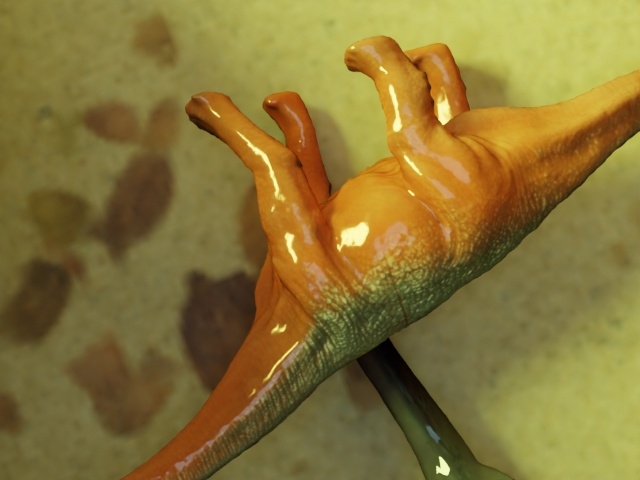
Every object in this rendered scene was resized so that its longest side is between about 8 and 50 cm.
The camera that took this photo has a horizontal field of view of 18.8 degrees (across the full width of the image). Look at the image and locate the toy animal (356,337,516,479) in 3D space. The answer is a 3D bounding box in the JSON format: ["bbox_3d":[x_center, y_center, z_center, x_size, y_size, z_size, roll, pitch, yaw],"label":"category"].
[{"bbox_3d":[-0.002,0.196,0.540,0.195,0.090,0.324,33,86,11],"label":"toy animal"}]

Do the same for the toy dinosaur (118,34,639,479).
[{"bbox_3d":[-0.001,-0.002,0.561,0.279,0.055,0.101,-27,73,-4],"label":"toy dinosaur"}]
